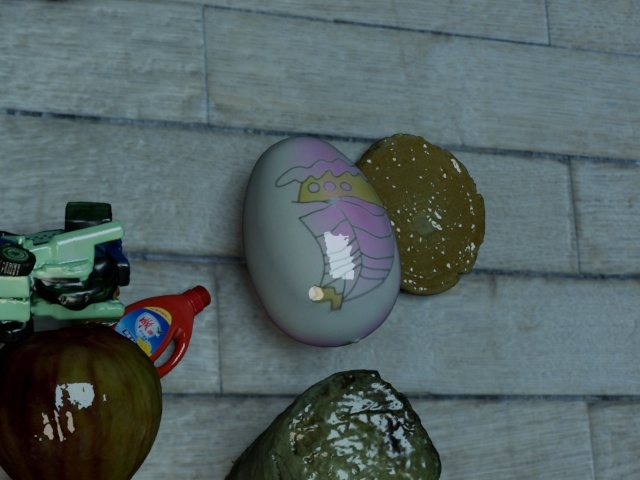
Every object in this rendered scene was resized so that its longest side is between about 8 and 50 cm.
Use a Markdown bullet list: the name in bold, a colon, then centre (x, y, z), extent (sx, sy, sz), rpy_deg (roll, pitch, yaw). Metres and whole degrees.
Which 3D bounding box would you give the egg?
- **egg**: centre (0.000, 0.000, 2.069), extent (0.196, 0.196, 0.271), rpy_deg (-2, 83, -26)

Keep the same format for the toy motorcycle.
- **toy motorcycle**: centre (-0.383, 0.027, 1.869), extent (0.331, 0.196, 0.125), rpy_deg (-1, 118, -8)

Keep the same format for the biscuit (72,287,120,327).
- **biscuit**: centre (-0.274, 0.072, 2.003), extent (0.082, 0.016, 0.092), rpy_deg (18, 50, 15)

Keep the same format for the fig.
- **fig**: centre (-0.273, 0.260, 1.889), extent (0.217, 0.217, 0.320), rpy_deg (-14, 101, -28)

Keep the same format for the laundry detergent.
- **laundry detergent**: centre (-0.199, 0.112, 2.028), extent (0.165, 0.049, 0.097), rpy_deg (-34, 92, -29)

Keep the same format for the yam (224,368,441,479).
- **yam**: centre (0.008, 0.278, 1.952), extent (0.195, 0.300, 0.195), rpy_deg (9, 63, -19)

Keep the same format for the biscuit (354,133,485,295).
- **biscuit**: centre (0.127, -0.035, 2.225), extent (0.226, 0.042, 0.226), rpy_deg (8, 72, -24)
